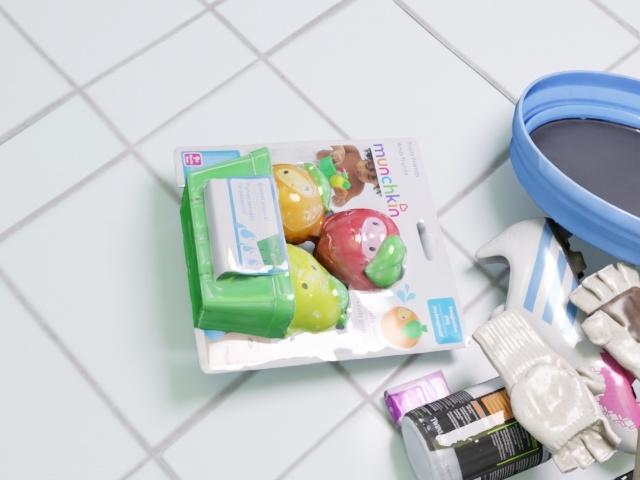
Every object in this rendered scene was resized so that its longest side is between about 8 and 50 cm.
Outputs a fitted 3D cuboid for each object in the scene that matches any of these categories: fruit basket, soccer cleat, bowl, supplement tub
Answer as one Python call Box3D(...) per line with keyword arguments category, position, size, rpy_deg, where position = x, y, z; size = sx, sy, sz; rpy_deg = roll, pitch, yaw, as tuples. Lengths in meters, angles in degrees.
Box3D(category="fruit basket", position=(0.000, 0.000, 1.107), size=(0.353, 0.165, 0.327), rpy_deg=(-5, 65, -10))
Box3D(category="soccer cleat", position=(0.306, 0.130, 1.107), size=(0.143, 0.116, 0.331), rpy_deg=(-22, 67, 8))
Box3D(category="bowl", position=(0.442, -0.097, 1.152), size=(0.391, 0.077, 0.391), rpy_deg=(9, 40, -7))
Box3D(category="supplement tub", position=(0.204, 0.232, 1.033), size=(0.190, 0.117, 0.117), rpy_deg=(-17, 67, -12))

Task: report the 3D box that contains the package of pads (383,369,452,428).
Box3D(category="package of pads", position=(0.127, 0.202, 1.088), size=(0.083, 0.032, 0.050), rpy_deg=(-18, 64, -12))

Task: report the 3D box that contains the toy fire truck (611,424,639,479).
Box3D(category="toy fire truck", position=(0.394, 0.280, 0.949), size=(0.217, 0.246, 0.158), rpy_deg=(-22, 69, -14))

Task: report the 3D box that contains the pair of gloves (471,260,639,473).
Box3D(category="pair of gloves", position=(0.322, 0.144, 0.999), size=(0.240, 0.042, 0.204), rpy_deg=(-21, 67, -15))
